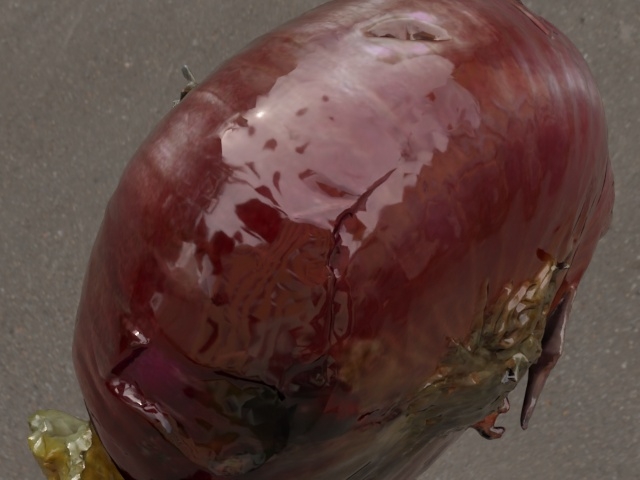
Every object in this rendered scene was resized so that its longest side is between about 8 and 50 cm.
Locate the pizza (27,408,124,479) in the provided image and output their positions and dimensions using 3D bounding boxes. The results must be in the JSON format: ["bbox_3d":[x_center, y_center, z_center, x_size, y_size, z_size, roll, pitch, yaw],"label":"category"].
[{"bbox_3d":[-0.088,0.263,0.540,0.087,0.268,0.257,-28,39,19],"label":"pizza"}]

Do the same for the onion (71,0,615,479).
[{"bbox_3d":[0.000,0.000,0.521,0.348,0.347,0.285,-35,59,-18],"label":"onion"}]
